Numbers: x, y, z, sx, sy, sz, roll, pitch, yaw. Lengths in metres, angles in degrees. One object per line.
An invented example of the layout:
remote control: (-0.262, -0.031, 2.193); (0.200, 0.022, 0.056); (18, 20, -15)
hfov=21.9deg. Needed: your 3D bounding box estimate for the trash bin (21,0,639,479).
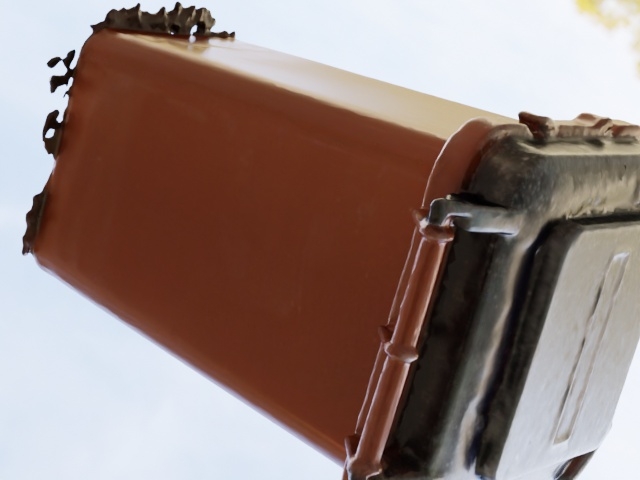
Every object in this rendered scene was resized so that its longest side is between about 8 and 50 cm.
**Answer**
trash bin: (0.000, 0.000, 0.665); (0.238, 0.161, 0.184); (24, -164, 29)
